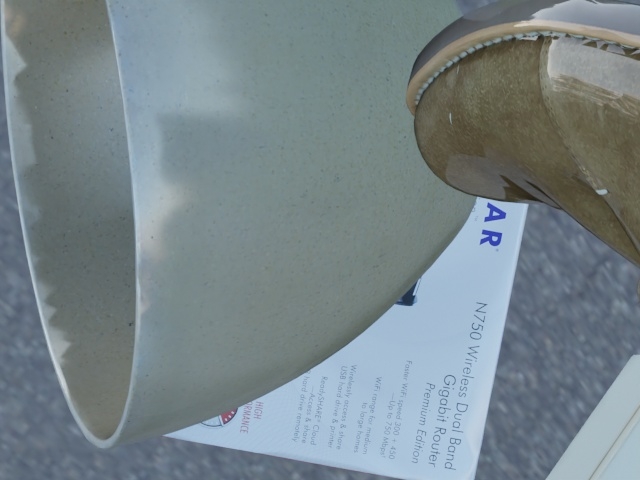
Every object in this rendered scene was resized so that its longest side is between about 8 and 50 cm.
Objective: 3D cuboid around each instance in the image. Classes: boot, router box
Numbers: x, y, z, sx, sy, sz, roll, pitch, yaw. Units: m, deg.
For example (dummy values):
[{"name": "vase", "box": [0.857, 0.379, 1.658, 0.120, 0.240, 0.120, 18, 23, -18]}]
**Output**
[{"name": "boot", "box": [0.112, -0.004, 0.499, 0.305, 0.112, 0.115, 12, 87, 60]}, {"name": "router box", "box": [0.000, 0.000, 1.317, 0.301, 0.082, 0.335, 9, 104, 2]}]

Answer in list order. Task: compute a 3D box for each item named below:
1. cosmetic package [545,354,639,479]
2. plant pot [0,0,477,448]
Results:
[{"name": "cosmetic package", "box": [0.258, 0.262, 1.448, 0.309, 0.160, 0.113, -54, 8, -13]}, {"name": "plant pot", "box": [-0.033, -0.055, 0.820, 0.191, 0.284, 0.284, -7, 51, -19]}]
